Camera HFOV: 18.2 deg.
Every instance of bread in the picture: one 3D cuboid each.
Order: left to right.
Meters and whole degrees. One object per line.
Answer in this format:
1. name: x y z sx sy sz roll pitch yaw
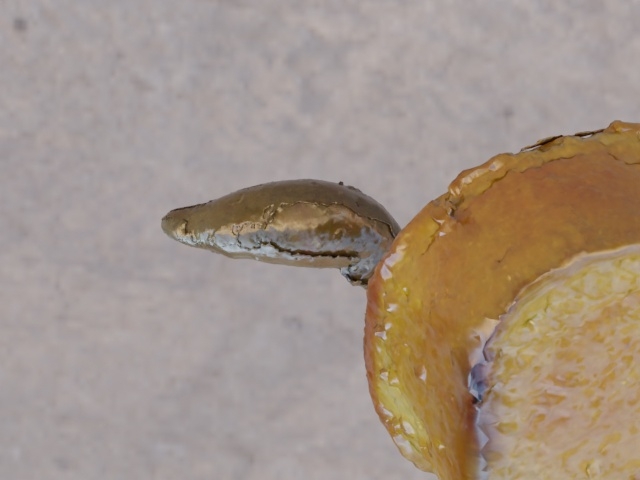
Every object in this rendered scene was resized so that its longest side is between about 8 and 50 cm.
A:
1. bread: 0.210 0.090 1.626 0.336 0.204 0.358 -10 127 -6

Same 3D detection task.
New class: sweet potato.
1. sweet potato: 0.003 -0.002 1.971 0.310 0.098 0.124 17 125 -10
